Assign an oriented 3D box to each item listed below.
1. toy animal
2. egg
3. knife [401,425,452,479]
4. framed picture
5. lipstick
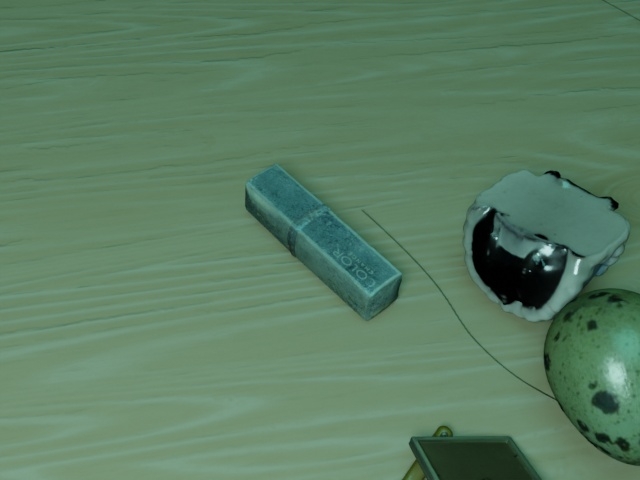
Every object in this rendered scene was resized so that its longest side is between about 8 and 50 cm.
[{"bbox_3d":[0.327,0.009,1.134,0.204,0.156,0.208,-35,50,-29],"label":"toy animal"},{"bbox_3d":[0.382,0.171,0.991,0.177,0.177,0.228,-5,62,-7],"label":"egg"},{"bbox_3d":[0.081,0.320,0.946,0.046,0.022,0.256,42,61,3],"label":"knife"},{"bbox_3d":[0.206,0.300,0.906,0.150,0.015,0.203,4,26,-21],"label":"framed picture"},{"bbox_3d":[0.000,0.000,1.175,0.077,0.076,0.290,-32,59,-28],"label":"lipstick"}]
